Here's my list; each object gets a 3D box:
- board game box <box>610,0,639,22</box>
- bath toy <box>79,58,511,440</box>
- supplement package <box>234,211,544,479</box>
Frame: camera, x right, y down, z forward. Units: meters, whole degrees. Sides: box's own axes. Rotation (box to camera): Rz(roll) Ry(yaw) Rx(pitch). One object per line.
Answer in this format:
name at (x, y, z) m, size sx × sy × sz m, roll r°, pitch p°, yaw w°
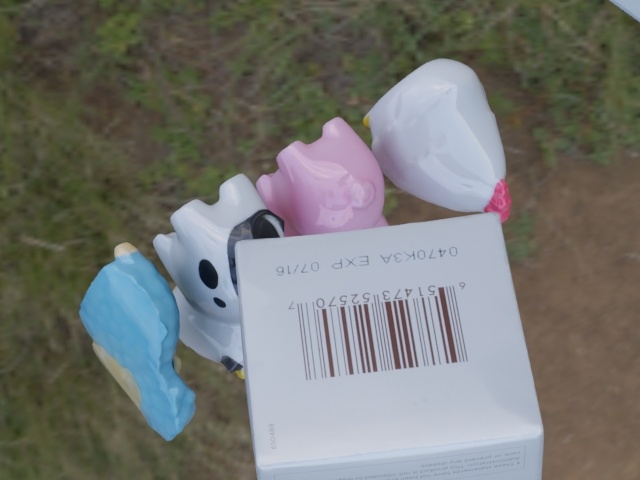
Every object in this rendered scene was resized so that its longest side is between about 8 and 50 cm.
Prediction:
board game box at (0.224, -0.231, 0.809) m, size 0.303 × 0.098 × 0.224 m, roll -64°, pitch 35°, yaw 19°
bath toy at (0.000, 0.000, 1.324) m, size 0.129 × 0.348 × 0.151 m, roll 54°, pitch 157°, yaw 7°
supplement package at (0.027, 0.087, 0.731) m, size 0.105 × 0.179 × 0.105 m, roll -7°, pitch 52°, yaw -2°
